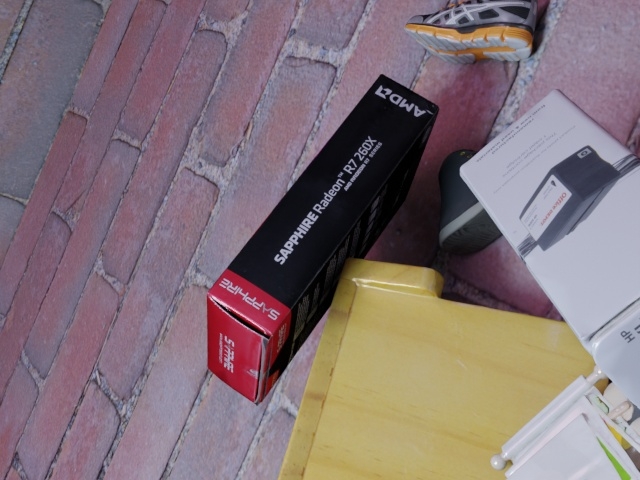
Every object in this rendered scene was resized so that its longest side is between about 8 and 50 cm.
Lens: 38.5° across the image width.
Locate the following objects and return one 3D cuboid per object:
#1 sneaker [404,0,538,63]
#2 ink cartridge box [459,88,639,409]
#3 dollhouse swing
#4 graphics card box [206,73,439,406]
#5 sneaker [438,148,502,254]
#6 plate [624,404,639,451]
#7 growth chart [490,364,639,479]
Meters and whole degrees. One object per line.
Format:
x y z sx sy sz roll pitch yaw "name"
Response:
0.204 -0.290 1.232 0.215 0.084 0.083 15 82 45 "sneaker"
0.270 0.030 0.783 0.129 0.223 0.307 -41 26 12 "ink cartridge box"
0.119 0.242 1.043 0.315 0.305 0.346 98 -171 -66 "dollhouse swing"
0.000 0.000 1.115 0.371 0.094 0.232 -52 -12 -25 "graphics card box"
0.218 -0.083 1.101 0.222 0.083 0.118 -35 47 39 "sneaker"
0.346 0.187 0.755 0.277 0.045 0.278 -14 42 48 "plate"
0.233 0.222 0.795 0.172 0.021 0.237 -40 30 19 "growth chart"
